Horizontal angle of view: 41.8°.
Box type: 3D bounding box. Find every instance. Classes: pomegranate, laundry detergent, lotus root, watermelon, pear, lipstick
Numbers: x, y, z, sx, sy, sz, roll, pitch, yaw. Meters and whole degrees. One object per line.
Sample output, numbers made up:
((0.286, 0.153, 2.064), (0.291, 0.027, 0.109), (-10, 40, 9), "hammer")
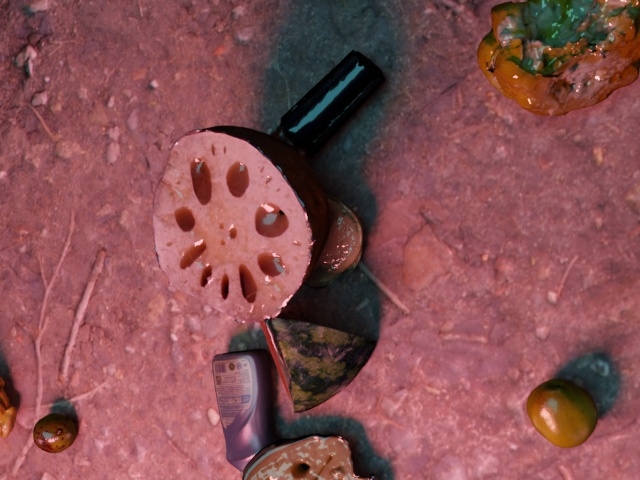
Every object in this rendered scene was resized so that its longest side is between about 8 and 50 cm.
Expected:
((-0.469, 0.337, 1.459), (0.085, 0.073, 0.073), (-22, 79, 22), "pomegranate")
((-0.115, 0.275, 1.305), (0.097, 0.061, 0.206), (-8, 85, 22), "laundry detergent")
((-0.012, 0.382, 1.238), (0.204, 0.078, 0.183), (-4, 70, 11), "lotus root")
((-0.096, -0.031, 1.172), (0.272, 0.192, 0.272), (4, 102, 20), "lotus root")
((-0.051, 0.164, 1.234), (0.202, 0.207, 0.136), (5, 64, 41), "watermelon")
((0.316, 0.222, 1.095), (0.092, 0.097, 0.092), (-14, 51, 17), "pear")
((-0.071, -0.124, 1.289), (0.418, 0.077, 0.077), (-43, 72, 18), "lipstick")

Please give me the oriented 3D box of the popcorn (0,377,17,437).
((-0.636, 0.306, 1.505), (0.194, 0.163, 0.140), (-59, 43, 45), "popcorn")

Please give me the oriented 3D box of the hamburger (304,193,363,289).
((0.000, 0.000, 1.261), (0.140, 0.062, 0.133), (-45, 74, 16), "hamburger")

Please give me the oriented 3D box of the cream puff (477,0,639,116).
((0.310, -0.261, 1.075), (0.221, 0.195, 0.194), (-20, 80, 5), "cream puff")
